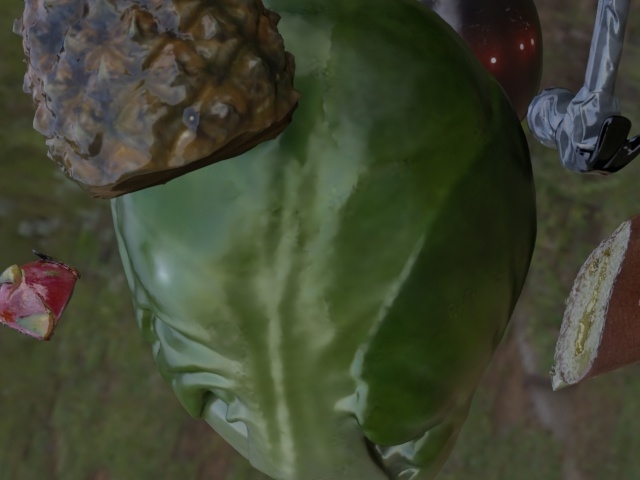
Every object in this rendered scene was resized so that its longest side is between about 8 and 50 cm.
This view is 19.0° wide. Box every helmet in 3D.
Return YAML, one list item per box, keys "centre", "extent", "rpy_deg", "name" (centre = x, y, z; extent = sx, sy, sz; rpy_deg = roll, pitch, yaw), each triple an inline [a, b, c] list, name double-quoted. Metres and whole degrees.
- centre: [0.119, -0.186, 1.851]
  extent: [0.193, 0.189, 0.216]
  rpy_deg: [113, 153, -73]
  name: "helmet"

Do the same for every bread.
- centre: [0.251, 0.034, 1.449]
  extent: [0.067, 0.192, 0.119]
  rpy_deg: [10, 112, 63]
  name: "bread"

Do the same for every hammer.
- centre: [0.212, -0.251, 1.307]
  extent: [0.152, 0.044, 0.427]
  rpy_deg: [-131, 47, -70]
  name: "hammer"

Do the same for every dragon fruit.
- centre: [-0.220, 0.039, 1.483]
  extent: [0.083, 0.056, 0.060]
  rpy_deg: [-91, 27, -81]
  name: "dragon fruit"

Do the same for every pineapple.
- centre: [-0.097, -0.149, 0.880]
  extent: [0.128, 0.128, 0.248]
  rpy_deg: [-12, 97, 71]
  name: "pineapple"

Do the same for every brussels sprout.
- centre: [0.004, -0.001, 1.267]
  extent: [0.289, 0.281, 0.355]
  rpy_deg: [-112, 20, -75]
  name: "brussels sprout"
